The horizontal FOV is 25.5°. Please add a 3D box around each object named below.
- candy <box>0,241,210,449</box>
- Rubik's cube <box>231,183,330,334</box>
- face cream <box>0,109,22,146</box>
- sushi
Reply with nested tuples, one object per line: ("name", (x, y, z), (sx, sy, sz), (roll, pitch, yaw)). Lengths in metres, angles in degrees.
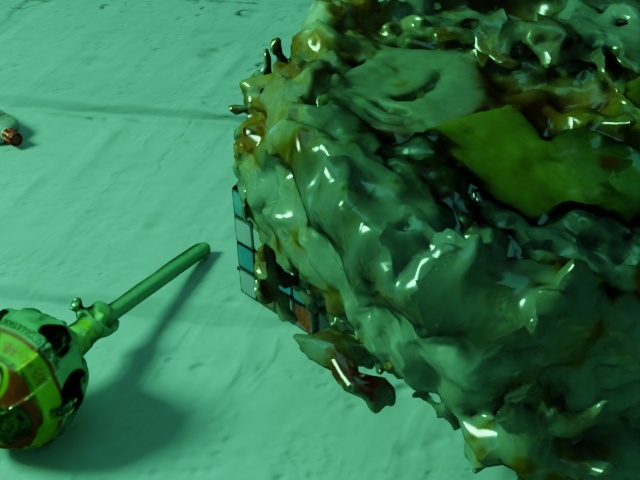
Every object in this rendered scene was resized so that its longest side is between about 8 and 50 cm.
("candy", (-0.147, 0.051, 0.977), (0.083, 0.091, 0.305), (36, 31, 9))
("Rubik's cube", (0.000, 0.000, 1.029), (0.092, 0.092, 0.092), (-23, 35, -33))
("face cream", (-0.304, -0.106, 1.317), (0.040, 0.021, 0.083), (-24, 35, -33))
("sushi", (0.137, -0.031, 0.884), (0.417, 0.176, 0.418), (7, 45, -7))
